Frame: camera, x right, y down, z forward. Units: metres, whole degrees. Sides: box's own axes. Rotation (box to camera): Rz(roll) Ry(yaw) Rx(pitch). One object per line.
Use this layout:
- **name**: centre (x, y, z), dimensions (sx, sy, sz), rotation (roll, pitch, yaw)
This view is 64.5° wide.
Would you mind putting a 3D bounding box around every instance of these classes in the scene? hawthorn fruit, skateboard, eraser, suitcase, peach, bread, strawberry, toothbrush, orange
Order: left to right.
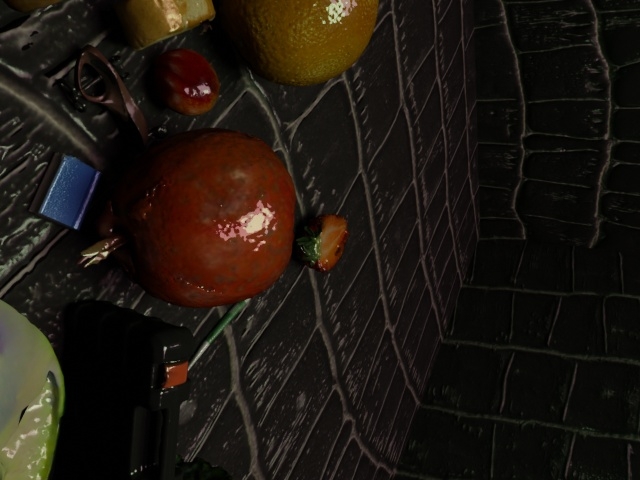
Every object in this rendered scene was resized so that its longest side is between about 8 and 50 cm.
- **eraser**: centre (-0.327, -0.062, 0.656), dimensions (0.063, 0.027, 0.085), rotation (39, 64, -58)
- **skateboard**: centre (-0.282, -0.183, 0.683), dimensions (0.080, 0.067, 0.151), rotation (-51, 136, -27)
- **suitcase**: centre (-0.265, 0.236, 0.677), dimensions (0.066, 0.206, 0.286), rotation (-2, 100, -57)
- **bread**: centre (-0.213, -0.307, 0.697), dimensions (0.149, 0.122, 0.073), rotation (-53, 131, -47)
- **hawthorn fruit**: centre (-0.186, -0.021, 0.715), dimensions (0.307, 0.275, 0.276), rotation (-15, 112, -45)
- **peach**: centre (-0.199, -0.238, 0.766), dimensions (0.100, 0.100, 0.101), rotation (-29, 123, -56)
- **toothbrush**: centre (-0.207, 0.183, 0.975), dimensions (0.257, 0.018, 0.024), rotation (-50, 133, -43)
- **orange**: centre (-0.034, -0.395, 0.856), dimensions (0.274, 0.274, 0.275), rotation (-29, 123, -56)
- **strawberry**: centre (-0.002, 0.001, 1.233), dimensions (0.140, 0.085, 0.192), rotation (55, 45, -44)

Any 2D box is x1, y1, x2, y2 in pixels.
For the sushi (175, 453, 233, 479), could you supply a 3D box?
- **sushi**: centre (-0.245, 0.475, 0.703), dimensions (0.352, 0.293, 0.178), rotation (-31, 121, -53)

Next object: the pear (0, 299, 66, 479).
- **pear**: centre (-0.428, 0.197, 0.399), dimensions (0.398, 0.165, 0.400), rotation (-29, 124, -56)

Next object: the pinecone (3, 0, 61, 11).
- **pinecone**: centre (-0.227, -0.405, 0.455), dimensions (0.384, 0.383, 0.385), rotation (-29, 123, -56)
